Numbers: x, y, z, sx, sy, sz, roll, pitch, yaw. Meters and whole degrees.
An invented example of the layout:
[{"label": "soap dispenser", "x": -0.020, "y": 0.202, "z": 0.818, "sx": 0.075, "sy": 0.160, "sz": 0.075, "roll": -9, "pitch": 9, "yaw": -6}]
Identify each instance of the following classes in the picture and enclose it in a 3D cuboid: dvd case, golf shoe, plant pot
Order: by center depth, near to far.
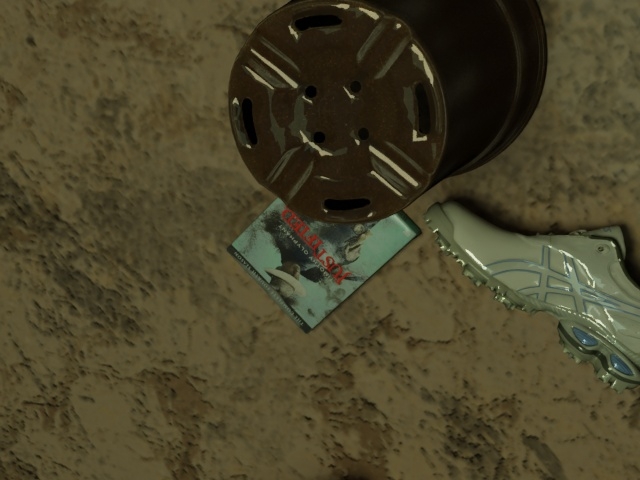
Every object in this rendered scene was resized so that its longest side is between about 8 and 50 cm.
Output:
[{"label": "plant pot", "x": 0.035, "y": -0.094, "z": 0.691, "sx": 0.167, "sy": 0.165, "sz": 0.167, "roll": 7, "pitch": 111, "yaw": 19}, {"label": "golf shoe", "x": 0.151, "y": 0.015, "z": 0.756, "sx": 0.176, "sy": 0.069, "sz": 0.086, "roll": 36, "pitch": 99, "yaw": 2}, {"label": "dvd case", "x": 0.000, "y": 0.000, "z": 0.828, "sx": 0.087, "sy": 0.013, "sz": 0.119, "roll": 47, "pitch": 120, "yaw": 0}]
